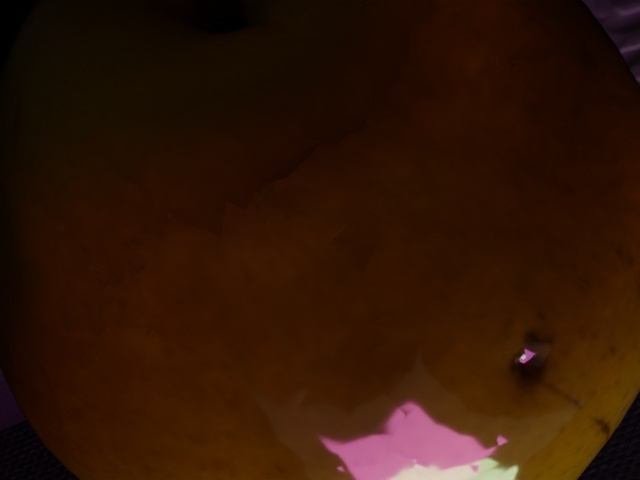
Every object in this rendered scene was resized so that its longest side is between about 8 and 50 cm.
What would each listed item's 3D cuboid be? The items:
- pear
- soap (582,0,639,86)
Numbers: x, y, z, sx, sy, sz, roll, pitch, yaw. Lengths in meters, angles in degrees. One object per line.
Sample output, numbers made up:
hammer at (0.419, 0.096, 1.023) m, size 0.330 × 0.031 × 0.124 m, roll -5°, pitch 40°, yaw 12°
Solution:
pear at (0.000, 0.000, 0.581) m, size 0.362 × 0.362 × 0.418 m, roll -22°, pitch 147°, yaw 0°
soap at (0.261, -0.118, 0.782) m, size 0.159 × 0.265 × 0.087 m, roll -22°, pitch 172°, yaw 3°
